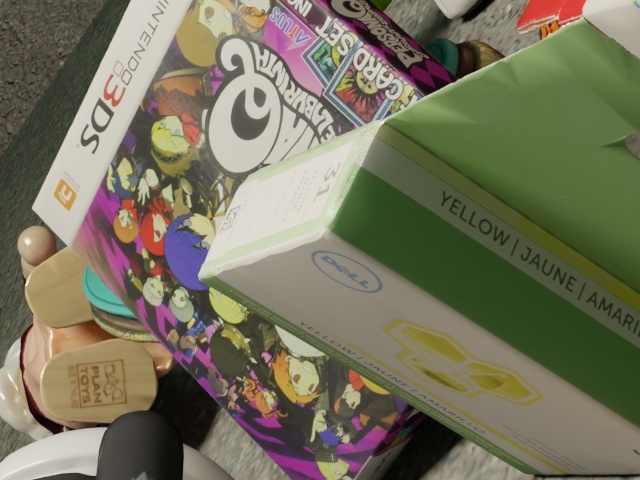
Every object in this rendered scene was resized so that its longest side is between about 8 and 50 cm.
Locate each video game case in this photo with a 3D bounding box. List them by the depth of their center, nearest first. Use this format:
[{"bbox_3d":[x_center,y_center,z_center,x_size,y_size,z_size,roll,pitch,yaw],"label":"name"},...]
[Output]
[{"bbox_3d":[-0.018,-0.018,0.800,0.042,0.232,0.210,-23,-28,-50],"label":"video game case"}]

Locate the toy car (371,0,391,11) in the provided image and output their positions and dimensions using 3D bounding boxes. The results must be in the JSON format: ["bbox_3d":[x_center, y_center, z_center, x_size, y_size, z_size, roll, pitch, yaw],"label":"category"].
[{"bbox_3d":[-0.011,-0.084,1.091,0.155,0.149,0.188,-53,46,37],"label":"toy car"}]

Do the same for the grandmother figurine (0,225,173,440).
[{"bbox_3d":[-0.179,0.095,1.227,0.342,0.104,0.208,149,121,-74],"label":"grandmother figurine"}]

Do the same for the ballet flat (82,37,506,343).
[{"bbox_3d":[0.000,0.000,0.915,0.348,0.123,0.123,-26,35,47],"label":"ballet flat"}]

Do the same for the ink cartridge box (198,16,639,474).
[{"bbox_3d":[0.078,0.018,0.586,0.056,0.171,0.235,-64,18,-18],"label":"ink cartridge box"}]

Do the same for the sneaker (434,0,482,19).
[{"bbox_3d":[0.077,-0.265,1.185,0.110,0.118,0.292,-52,16,24],"label":"sneaker"}]

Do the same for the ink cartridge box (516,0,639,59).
[{"bbox_3d":[0.188,-0.135,0.711,0.134,0.078,0.231,-60,17,-11],"label":"ink cartridge box"}]

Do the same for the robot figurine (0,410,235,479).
[{"bbox_3d":[-0.105,0.204,0.754,0.209,0.173,0.278,-32,25,17],"label":"robot figurine"}]

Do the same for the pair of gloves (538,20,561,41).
[{"bbox_3d":[0.150,-0.135,0.931,0.083,0.010,0.074,-48,18,18],"label":"pair of gloves"}]
